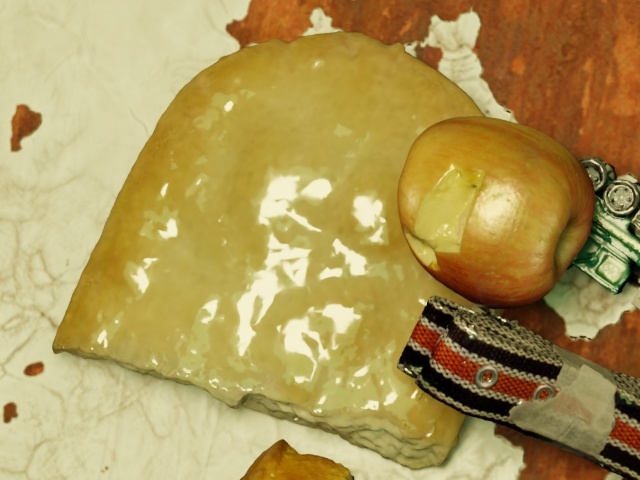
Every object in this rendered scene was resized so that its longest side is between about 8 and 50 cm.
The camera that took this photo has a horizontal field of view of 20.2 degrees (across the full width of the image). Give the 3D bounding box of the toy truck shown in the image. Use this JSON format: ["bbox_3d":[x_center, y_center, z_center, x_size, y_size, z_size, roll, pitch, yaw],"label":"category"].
[{"bbox_3d":[0.308,0.005,1.818,0.216,0.110,0.116,37,99,12],"label":"toy truck"}]

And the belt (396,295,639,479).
[{"bbox_3d":[0.253,0.161,1.740,0.359,0.126,0.094,23,104,-7],"label":"belt"}]

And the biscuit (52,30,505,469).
[{"bbox_3d":[0.000,0.000,1.857,0.429,0.104,0.446,24,84,11],"label":"biscuit"}]

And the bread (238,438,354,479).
[{"bbox_3d":[-0.033,0.326,1.786,0.129,0.134,0.260,1,80,7],"label":"bread"}]

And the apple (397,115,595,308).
[{"bbox_3d":[0.164,-0.035,1.727,0.199,0.199,0.199,-1,79,8],"label":"apple"}]
